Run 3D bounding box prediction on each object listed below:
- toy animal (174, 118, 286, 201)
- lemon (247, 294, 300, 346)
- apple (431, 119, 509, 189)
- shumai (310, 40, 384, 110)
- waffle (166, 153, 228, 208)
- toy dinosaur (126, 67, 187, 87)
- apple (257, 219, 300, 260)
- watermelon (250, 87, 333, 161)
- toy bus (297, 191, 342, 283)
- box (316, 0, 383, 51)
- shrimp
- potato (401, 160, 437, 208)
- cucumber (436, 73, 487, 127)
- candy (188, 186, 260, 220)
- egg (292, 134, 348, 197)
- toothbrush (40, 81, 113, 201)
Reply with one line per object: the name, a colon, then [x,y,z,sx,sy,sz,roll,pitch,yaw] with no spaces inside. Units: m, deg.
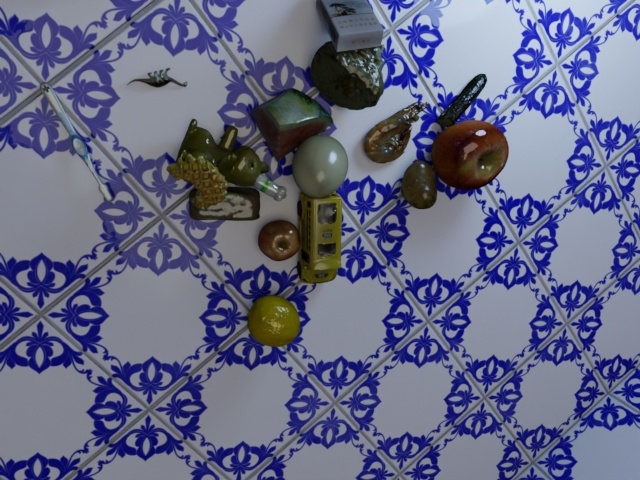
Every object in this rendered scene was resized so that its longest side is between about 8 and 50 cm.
toy animal: [-0.274,-0.251,1.620,0.362,0.181,0.181,7,137,-13]
lemon: [-0.160,0.283,1.797,0.202,0.178,0.179,22,97,-19]
apple: [0.531,-0.309,1.844,0.271,0.206,0.252,-29,125,-10]
shumai: [0.110,-0.571,1.686,0.255,0.189,0.218,36,70,-16]
waffle: [-0.364,-0.170,1.529,0.148,0.051,0.194,-25,134,20]
toy dinosaur: [-0.499,-0.499,1.568,0.180,0.037,0.058,-6,101,-17]
apple: [-0.138,0.000,1.751,0.146,0.131,0.147,-2,100,-9]
watermelon: [-0.093,-0.377,1.655,0.193,0.231,0.310,63,37,-18]
toy bus: [0.000,0.000,1.787,0.145,0.151,0.332,-4,104,-18]
box: [0.087,-0.696,1.606,0.149,0.233,0.067,-10,149,-15]
shrimp: [0.281,-0.381,1.824,0.287,0.063,0.152,-35,113,-3]
potato: [0.360,-0.199,1.866,0.137,0.137,0.176,3,82,-18]
cucumber: [0.527,-0.515,1.864,0.067,0.067,0.245,40,91,-22]
candy: [-0.314,-0.120,1.687,0.233,0.102,0.104,1,104,-15]
egg: [-0.002,-0.243,1.685,0.185,0.242,0.186,6,131,7]
toothbrush: [-0.731,-0.291,1.548,0.040,0.040,0.387,-27,110,-9]
